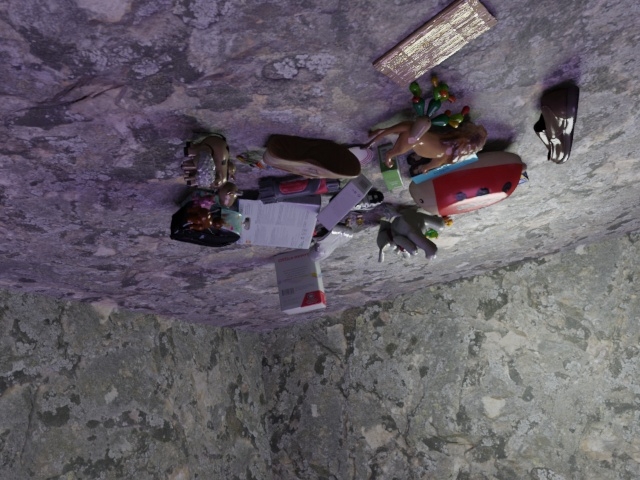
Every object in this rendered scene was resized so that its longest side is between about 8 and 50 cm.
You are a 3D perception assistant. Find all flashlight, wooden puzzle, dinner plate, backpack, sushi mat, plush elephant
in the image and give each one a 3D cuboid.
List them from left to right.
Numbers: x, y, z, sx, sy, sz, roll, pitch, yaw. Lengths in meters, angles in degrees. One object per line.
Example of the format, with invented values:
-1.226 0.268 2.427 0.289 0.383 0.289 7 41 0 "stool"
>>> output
-0.431 -0.071 1.936 0.253 0.191 0.225 18 153 -31 "backpack"
-0.227 -0.263 1.714 0.116 0.014 0.078 13 172 24 "wooden puzzle"
-0.080 -0.212 1.866 0.303 0.103 0.103 -7 163 7 "flashlight"
0.120 -0.304 1.806 0.141 0.017 0.141 -8 158 -3 "dinner plate"
0.376 -0.008 2.332 0.329 0.272 0.255 26 136 -8 "plush elephant"
0.299 -0.521 1.330 0.151 0.019 0.316 12 150 -44 "sushi mat"

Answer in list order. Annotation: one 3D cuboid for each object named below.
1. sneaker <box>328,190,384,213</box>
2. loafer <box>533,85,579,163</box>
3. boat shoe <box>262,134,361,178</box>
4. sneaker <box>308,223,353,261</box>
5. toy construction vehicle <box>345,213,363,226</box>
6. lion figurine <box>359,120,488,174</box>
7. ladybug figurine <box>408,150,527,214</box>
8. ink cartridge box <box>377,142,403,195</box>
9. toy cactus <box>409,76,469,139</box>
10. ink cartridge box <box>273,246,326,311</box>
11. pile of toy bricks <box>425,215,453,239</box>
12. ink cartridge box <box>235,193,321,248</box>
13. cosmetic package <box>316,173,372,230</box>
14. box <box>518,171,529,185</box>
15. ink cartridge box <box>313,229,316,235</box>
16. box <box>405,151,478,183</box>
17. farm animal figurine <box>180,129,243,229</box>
0.147 -0.153 2.113 0.234 0.078 0.106 -6 156 -11 "sneaker"
0.807 -0.398 1.725 0.129 0.134 0.366 8 155 24 "loafer"
-0.027 -0.273 1.708 0.340 0.122 0.110 12 157 -20 "boat shoe"
0.000 0.000 2.421 0.169 0.108 0.292 14 139 -42 "sneaker"
0.161 -0.087 2.341 0.085 0.035 0.098 -6 158 -8 "toy construction vehicle"
0.348 -0.326 1.657 0.391 0.142 0.240 -1 167 -31 "lion figurine"
0.574 -0.211 1.945 0.448 0.162 0.305 -15 160 18 "ladybug figurine"
0.264 -0.259 1.848 0.062 0.109 0.209 -12 158 14 "ink cartridge box"
0.341 -0.385 1.514 0.218 0.112 0.181 18 114 -37 "toy cactus"
-0.106 0.216 2.629 0.225 0.307 0.131 -12 159 10 "ink cartridge box"
0.559 -0.051 2.489 0.212 0.105 0.118 -15 158 15 "pile of toy bricks"
-0.184 -0.086 2.083 0.329 0.072 0.324 5 146 -9 "ink cartridge box"
0.092 -0.153 1.957 0.231 0.085 0.117 -43 -176 36 "cosmetic package"
0.807 -0.281 2.078 0.059 0.054 0.168 -25 154 35 "box"
-0.099 -0.062 2.266 0.109 0.063 0.150 -16 156 17 "ink cartridge box"
0.440 -0.302 1.823 0.244 0.101 0.060 -20 154 26 "box"
-0.341 -0.202 1.626 0.172 0.331 0.327 -3 130 -8 "farm animal figurine"
